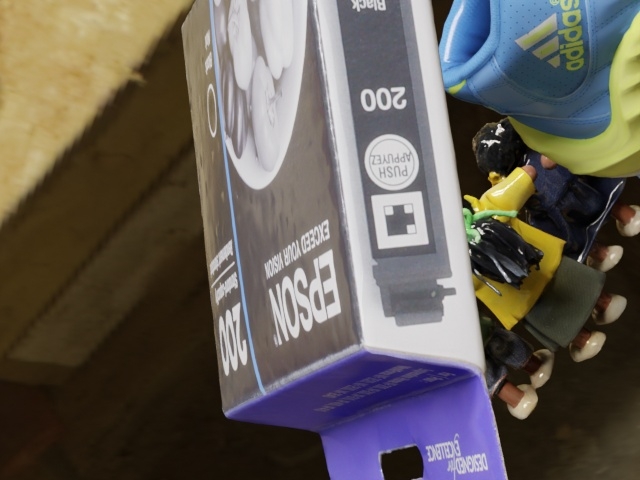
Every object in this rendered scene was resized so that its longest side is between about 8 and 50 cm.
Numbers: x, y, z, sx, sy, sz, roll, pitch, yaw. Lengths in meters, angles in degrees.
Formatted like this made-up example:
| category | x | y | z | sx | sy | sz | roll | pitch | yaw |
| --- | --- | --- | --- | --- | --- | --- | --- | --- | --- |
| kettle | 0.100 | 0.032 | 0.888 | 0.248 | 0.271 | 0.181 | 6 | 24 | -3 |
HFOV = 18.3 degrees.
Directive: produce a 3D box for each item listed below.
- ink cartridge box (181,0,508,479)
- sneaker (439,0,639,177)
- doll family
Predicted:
| category | x | y | z | sx | sy | sz | roll | pitch | yaw |
| --- | --- | --- | --- | --- | --- | --- | --- | --- | --- |
| ink cartridge box | 0.000 | 0.000 | 0.642 | 0.045 | 0.206 | 0.208 | -7 | 82 | -14 |
| sneaker | 0.124 | -0.127 | 0.740 | 0.240 | 0.126 | 0.091 | -62 | 30 | 28 |
| doll family | 0.095 | -0.017 | 0.887 | 0.111 | 0.076 | 0.193 | 36 | 74 | -14 |
